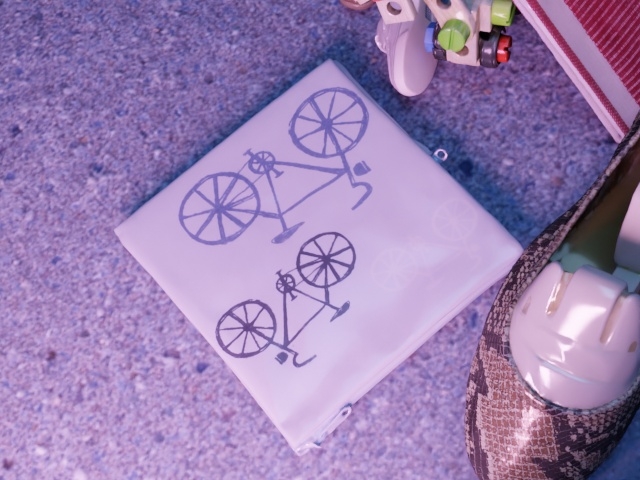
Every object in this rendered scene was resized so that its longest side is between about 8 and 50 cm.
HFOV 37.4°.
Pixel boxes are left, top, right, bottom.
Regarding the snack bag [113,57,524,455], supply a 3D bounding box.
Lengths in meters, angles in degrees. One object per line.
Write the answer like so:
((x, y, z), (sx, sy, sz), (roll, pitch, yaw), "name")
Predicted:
((0.000, 0.000, 0.996), (0.323, 0.037, 0.342), (-40, 66, -9), "snack bag")

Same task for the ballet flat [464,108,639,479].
((0.277, 0.011, 0.867), (0.164, 0.182, 0.483), (30, 74, 16), "ballet flat")

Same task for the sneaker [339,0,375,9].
((0.064, -0.367, 1.132), (0.066, 0.071, 0.189), (16, 69, 15), "sneaker")

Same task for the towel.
((0.355, -0.296, 1.005), (0.329, 0.037, 0.237), (-48, 110, -13), "towel")

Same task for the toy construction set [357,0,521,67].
((0.163, -0.316, 1.004), (0.151, 0.215, 0.328), (26, 57, 29), "toy construction set")

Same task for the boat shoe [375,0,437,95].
((0.094, -0.245, 1.082), (0.063, 0.066, 0.184), (-10, 68, 38), "boat shoe")
